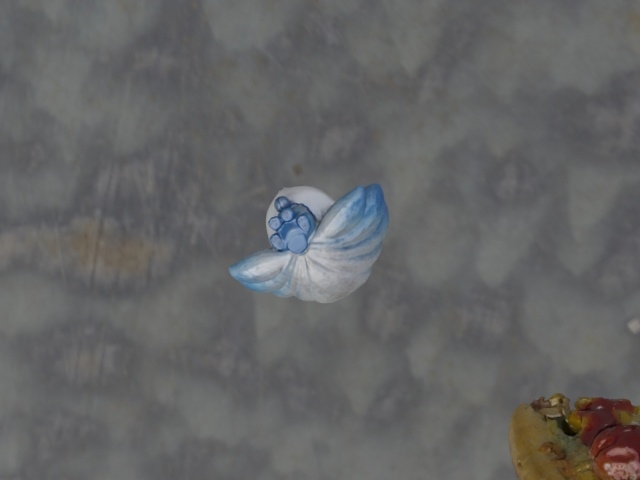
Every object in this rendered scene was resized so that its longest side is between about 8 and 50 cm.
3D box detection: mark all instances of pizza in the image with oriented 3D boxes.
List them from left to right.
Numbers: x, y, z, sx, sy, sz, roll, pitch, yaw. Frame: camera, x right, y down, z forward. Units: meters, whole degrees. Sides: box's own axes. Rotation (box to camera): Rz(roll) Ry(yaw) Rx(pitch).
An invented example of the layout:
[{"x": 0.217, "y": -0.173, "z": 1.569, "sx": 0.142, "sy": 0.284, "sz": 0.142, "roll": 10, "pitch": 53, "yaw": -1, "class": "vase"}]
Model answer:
[{"x": 0.226, "y": 0.134, "z": 1.062, "sx": 0.199, "sy": 0.188, "sz": 0.062, "roll": -13, "pitch": 120, "yaw": -19, "class": "pizza"}]

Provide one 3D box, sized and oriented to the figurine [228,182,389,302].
[{"x": 0.000, "y": 0.000, "z": 1.082, "sx": 0.114, "sy": 0.114, "sz": 0.079, "roll": -39, "pitch": 83, "yaw": 8, "class": "figurine"}]
